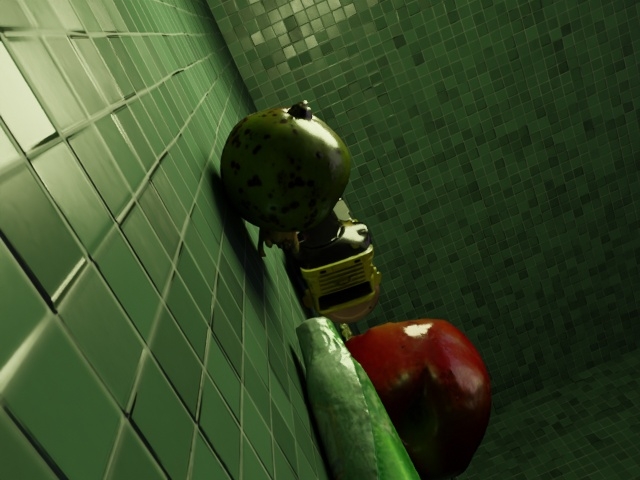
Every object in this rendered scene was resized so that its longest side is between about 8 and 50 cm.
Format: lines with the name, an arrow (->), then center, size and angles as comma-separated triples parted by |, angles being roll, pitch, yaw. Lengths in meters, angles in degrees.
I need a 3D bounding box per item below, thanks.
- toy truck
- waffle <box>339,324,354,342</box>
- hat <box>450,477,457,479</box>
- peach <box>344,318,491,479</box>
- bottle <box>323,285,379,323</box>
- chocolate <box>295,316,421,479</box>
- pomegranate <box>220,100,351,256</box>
toy truck -> 0.000, 0.000, 1.339 | 0.405, 0.180, 0.254 | -117, -172, -54
waffle -> 0.112, 0.366, 1.923 | 0.183, 0.036, 0.169 | -112, 176, -57
hat -> 0.235, 0.528, 1.226 | 0.275, 0.160, 0.232 | 46, 43, -59
peach -> 0.151, 0.254, 0.966 | 0.338, 0.280, 0.281 | -45, 111, -83
bottle -> 0.059, 0.072, 1.580 | 0.173, 0.206, 0.297 | 39, 14, -27
chocolate -> 0.036, 0.227, 0.743 | 0.291, 0.110, 0.110 | 64, 0, 39
pomegranate -> -0.046, -0.087, 0.859 | 0.246, 0.198, 0.198 | 67, 1, -45
